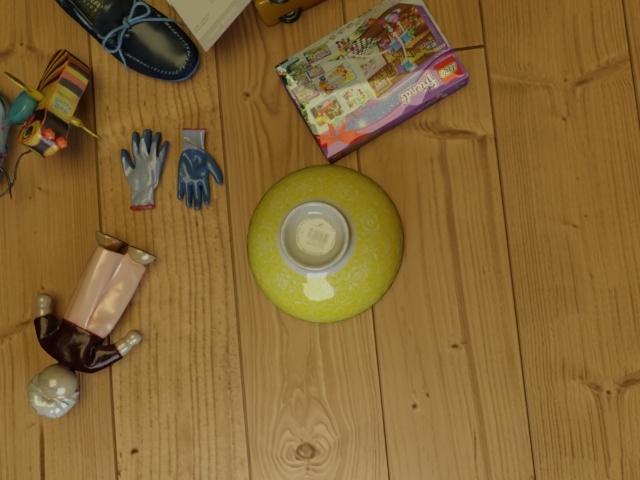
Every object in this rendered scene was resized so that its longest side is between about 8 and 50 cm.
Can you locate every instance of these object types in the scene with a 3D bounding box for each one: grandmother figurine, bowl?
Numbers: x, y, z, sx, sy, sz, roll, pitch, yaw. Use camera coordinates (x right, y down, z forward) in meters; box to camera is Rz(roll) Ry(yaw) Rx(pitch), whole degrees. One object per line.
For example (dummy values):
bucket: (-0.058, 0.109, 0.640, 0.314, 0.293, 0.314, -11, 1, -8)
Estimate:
grandmother figurine: (-0.434, 0.157, 1.412, 0.208, 0.104, 0.342, 22, 85, 17)
bowl: (0.000, 0.000, 1.341, 0.289, 0.156, 0.289, -1, 85, 7)

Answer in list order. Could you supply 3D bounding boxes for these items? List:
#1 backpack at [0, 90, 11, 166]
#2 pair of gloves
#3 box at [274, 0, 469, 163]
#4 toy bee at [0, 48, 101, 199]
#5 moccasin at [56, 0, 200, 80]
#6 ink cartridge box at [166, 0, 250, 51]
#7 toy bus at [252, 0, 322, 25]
backpack: (-0.657, -0.208, 1.460, 0.152, 0.115, 0.182, 16, 96, -12)
pair of gloves: (-0.279, -0.134, 1.456, 0.198, 0.023, 0.159, -2, 86, 8)
box: (0.091, -0.299, 1.406, 0.293, 0.057, 0.201, -30, 81, 4)
toy bee: (-0.486, -0.211, 1.412, 0.162, 0.195, 0.298, 8, 90, 46)
moccasin: (-0.386, -0.407, 1.446, 0.342, 0.117, 0.137, 31, 89, 9)
ink cartridge box: (-0.168, -0.528, 1.398, 0.296, 0.066, 0.261, -43, 73, 21)
toy bus: (0.020, -0.522, 1.409, 0.333, 0.108, 0.130, -25, 82, 4)
